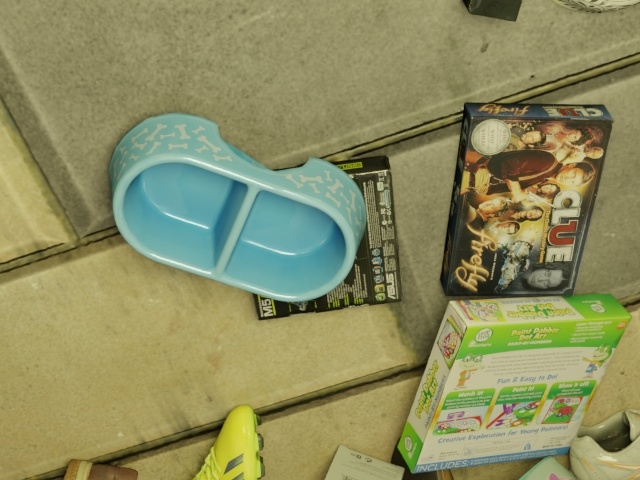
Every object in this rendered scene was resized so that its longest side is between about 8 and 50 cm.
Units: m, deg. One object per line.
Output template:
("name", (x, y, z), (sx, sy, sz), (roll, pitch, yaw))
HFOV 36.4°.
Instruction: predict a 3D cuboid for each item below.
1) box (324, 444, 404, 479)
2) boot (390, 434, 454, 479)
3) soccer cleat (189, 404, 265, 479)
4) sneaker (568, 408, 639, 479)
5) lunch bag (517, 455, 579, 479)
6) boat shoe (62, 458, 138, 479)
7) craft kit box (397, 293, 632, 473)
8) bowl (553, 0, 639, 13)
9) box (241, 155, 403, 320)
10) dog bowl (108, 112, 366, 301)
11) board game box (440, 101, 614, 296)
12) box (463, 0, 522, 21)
("box", (0.051, 0.357, 1.340), (0.101, 0.102, 0.087), (18, 121, 9))
("boot", (0.181, 0.381, 1.405), (0.115, 0.112, 0.305), (-27, 121, -24))
("soccer cleat", (-0.144, 0.345, 1.337), (0.121, 0.093, 0.289), (8, 122, -7))
("sneaker", (0.471, 0.284, 1.352), (0.262, 0.099, 0.121), (-14, 118, 2))
("lunch bag", (0.285, 0.448, 1.355), (0.224, 0.108, 0.279), (-38, 142, -20))
("boat shoe", (-0.290, 0.454, 1.381), (0.123, 0.123, 0.342), (0, 116, -3))
("craft kit box", (0.247, 0.184, 1.253), (0.249, 0.061, 0.247), (0, 127, -24))
("bowl", (0.299, -0.296, 0.974), (0.170, 0.080, 0.170), (-2, 123, -3))
("box", (0.000, 0.000, 1.158), (0.184, 0.045, 0.191), (-7, 123, 3))
("dog bowl", (-0.091, -0.027, 1.068), (0.297, 0.074, 0.166), (19, 120, -12))
("board game box", (0.238, -0.043, 1.151), (0.165, 0.042, 0.243), (0, 122, -5))
("box", (0.181, -0.275, 0.987), (0.052, 0.062, 0.083), (7, 121, -8))
